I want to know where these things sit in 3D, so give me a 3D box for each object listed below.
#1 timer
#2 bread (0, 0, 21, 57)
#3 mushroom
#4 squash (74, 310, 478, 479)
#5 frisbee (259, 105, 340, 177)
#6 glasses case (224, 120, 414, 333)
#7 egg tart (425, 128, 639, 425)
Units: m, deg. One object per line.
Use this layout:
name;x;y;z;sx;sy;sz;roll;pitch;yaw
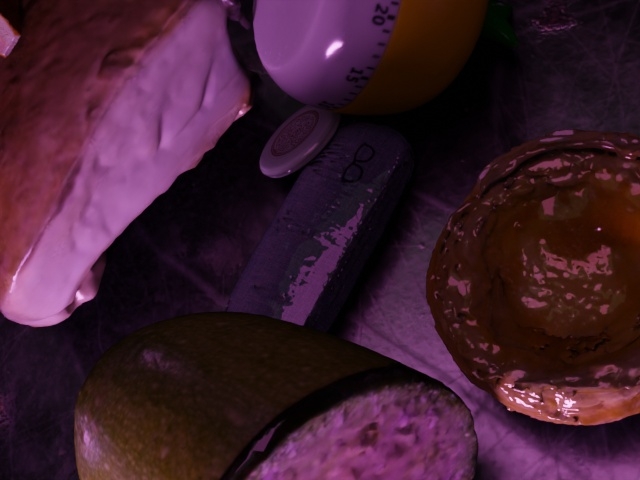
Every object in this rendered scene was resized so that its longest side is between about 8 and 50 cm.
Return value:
timer;0.090;-0.252;1.187;0.285;0.285;0.285;-8;64;17
bread;-0.351;-0.245;1.218;0.043;0.062;0.109;-46;38;25
mushroom;-0.288;-0.122;1.256;0.313;0.224;0.397;28;79;26
squash;-0.071;0.177;1.033;0.310;0.310;0.309;-49;46;-6
frisbee;-0.023;-0.111;1.241;0.110;0.014;0.110;-34;30;22
glasses case;0.000;0.000;1.181;0.109;0.067;0.282;21;72;35
egg tart;0.235;0.034;1.051;0.288;0.118;0.288;-9;65;19
